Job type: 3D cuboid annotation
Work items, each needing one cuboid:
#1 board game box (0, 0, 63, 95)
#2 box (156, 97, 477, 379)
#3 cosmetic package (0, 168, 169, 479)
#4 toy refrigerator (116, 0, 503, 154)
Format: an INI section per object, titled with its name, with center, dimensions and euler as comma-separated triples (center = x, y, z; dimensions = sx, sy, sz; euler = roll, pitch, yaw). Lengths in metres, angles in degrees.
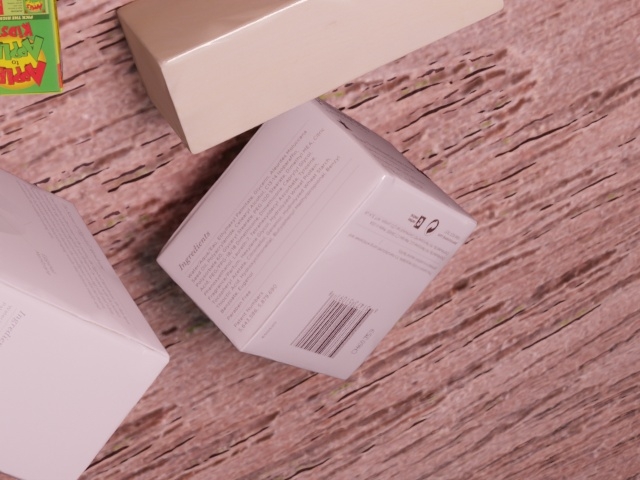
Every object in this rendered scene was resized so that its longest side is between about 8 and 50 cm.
[board game box]
center = -0.269, -0.144, 1.053
dimensions = 0.181, 0.043, 0.092
euler = -4, 127, -7
[box]
center = 0.000, 0.000, 1.250
dimensions = 0.182, 0.119, 0.181
euler = -51, 151, 9
[cosmetic package]
center = -0.261, 0.035, 1.094
dimensions = 0.225, 0.224, 0.138
euler = 28, 104, -38
[toy refrigerator]
center = -0.005, -0.172, 1.179
dimensions = 0.269, 0.102, 0.094
euler = -27, 130, -12
